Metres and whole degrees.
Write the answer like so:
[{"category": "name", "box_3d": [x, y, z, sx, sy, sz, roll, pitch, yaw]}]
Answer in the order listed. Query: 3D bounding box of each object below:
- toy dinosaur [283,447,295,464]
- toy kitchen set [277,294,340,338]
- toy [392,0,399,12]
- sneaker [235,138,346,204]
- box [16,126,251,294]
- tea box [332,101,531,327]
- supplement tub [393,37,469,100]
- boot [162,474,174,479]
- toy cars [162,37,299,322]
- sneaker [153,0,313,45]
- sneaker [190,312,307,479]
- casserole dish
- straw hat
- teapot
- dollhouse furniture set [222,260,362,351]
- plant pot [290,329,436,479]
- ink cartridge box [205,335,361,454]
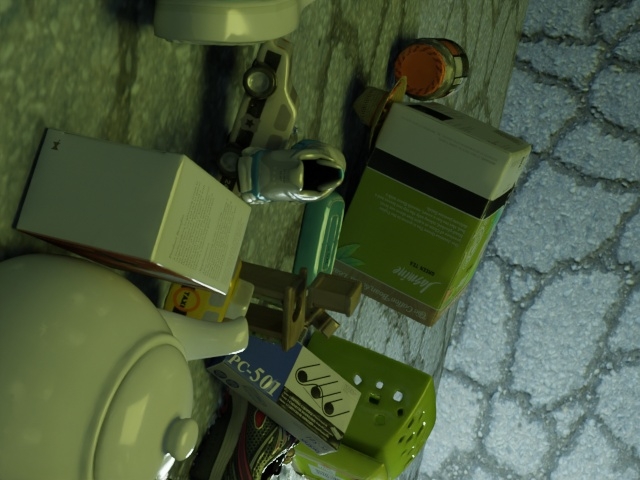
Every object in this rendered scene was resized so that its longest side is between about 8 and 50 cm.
[{"category": "toy dinosaur", "box_3d": [-0.124, 0.399, 1.365, 0.268, 0.064, 0.118, -40, 137, -55]}, {"category": "toy kitchen set", "box_3d": [-0.014, 0.114, 1.419, 0.083, 0.068, 0.075, -48, 159, -4]}, {"category": "toy", "box_3d": [0.118, -0.474, 1.465, 0.237, 0.056, 0.136, -63, 155, -46]}, {"category": "sneaker", "box_3d": [-0.006, -0.067, 0.963, 0.191, 0.083, 0.071, -21, 111, -62]}, {"category": "box", "box_3d": [-0.156, -0.020, 0.815, 0.170, 0.130, 0.091, 39, 65, -70]}, {"category": "tea box", "box_3d": [0.199, -0.060, 1.661, 0.323, 0.220, 0.329, -67, 166, 16]}, {"category": "supplement tub", "box_3d": [0.207, -0.323, 1.754, 0.190, 0.117, 0.117, -28, 130, -67]}, {"category": "boot", "box_3d": [-0.187, 0.240, 0.998, 0.244, 0.088, 0.176, -71, 164, 8]}, {"category": "toy cars", "box_3d": [-0.085, -0.041, 1.004, 0.176, 0.087, 0.393, 123, -14, -68]}, {"category": "sneaker", "box_3d": [-0.072, -0.293, 0.910, 0.366, 0.135, 0.150, -64, 153, -60]}, {"category": "sneaker", "box_3d": [-0.076, 0.243, 1.299, 0.121, 0.112, 0.299, 66, 40, -63]}, {"category": "casserole dish", "box_3d": [0.000, 0.000, 1.482, 0.114, 0.037, 0.188, -11, 114, -71]}, {"category": "straw hat", "box_3d": [0.087, -0.221, 1.537, 0.144, 0.061, 0.144, -60, 169, -19]}, {"category": "teapot", "box_3d": [-0.189, 0.139, 0.738, 0.252, 0.187, 0.256, 54, 52, -67]}, {"category": "dollhouse furniture set", "box_3d": [-0.065, 0.108, 1.109, 0.161, 0.182, 0.101, -51, 149, -56]}, {"category": "plant pot", "box_3d": [0.058, 0.320, 1.603, 0.207, 0.228, 0.227, -61, 158, -26]}, {"category": "ink cartridge box", "box_3d": [-0.045, 0.189, 1.245, 0.046, 0.207, 0.097, -27, -152, 48]}]
